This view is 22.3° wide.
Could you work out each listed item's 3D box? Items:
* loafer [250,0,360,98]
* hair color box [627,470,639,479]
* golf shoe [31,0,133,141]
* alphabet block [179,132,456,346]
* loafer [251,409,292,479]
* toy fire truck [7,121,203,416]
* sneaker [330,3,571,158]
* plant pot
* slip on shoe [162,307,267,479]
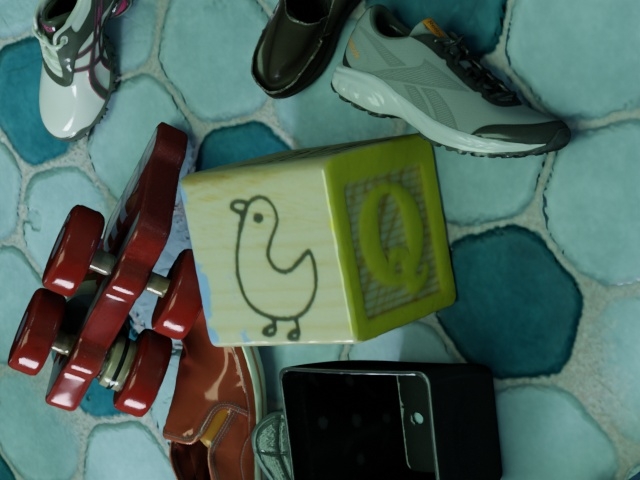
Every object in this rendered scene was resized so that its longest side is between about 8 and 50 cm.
[{"bbox_3d":[-0.020,-0.240,1.718,0.080,0.078,0.220,46,124,19],"label":"loafer"},{"bbox_3d":[0.303,0.424,1.620,0.174,0.105,0.347,34,120,26],"label":"hair color box"},{"bbox_3d":[-0.298,-0.236,1.911,0.105,0.120,0.273,34,121,25],"label":"golf shoe"},{"bbox_3d":[0.000,0.000,1.692,0.197,0.193,0.192,-6,99,38],"label":"alphabet block"},{"bbox_3d":[0.015,0.309,1.846,0.096,0.084,0.268,-29,86,7],"label":"loafer"},{"bbox_3d":[-0.234,0.040,1.877,0.169,0.254,0.302,22,123,-12],"label":"toy fire truck"},{"bbox_3d":[0.129,-0.154,1.616,0.271,0.100,0.108,27,112,30],"label":"sneaker"},{"bbox_3d":[0.088,0.208,1.691,0.188,0.167,0.188,-2,98,37],"label":"plant pot"},{"bbox_3d":[-0.131,0.203,1.889,0.123,0.101,0.331,6,102,53],"label":"slip on shoe"}]
